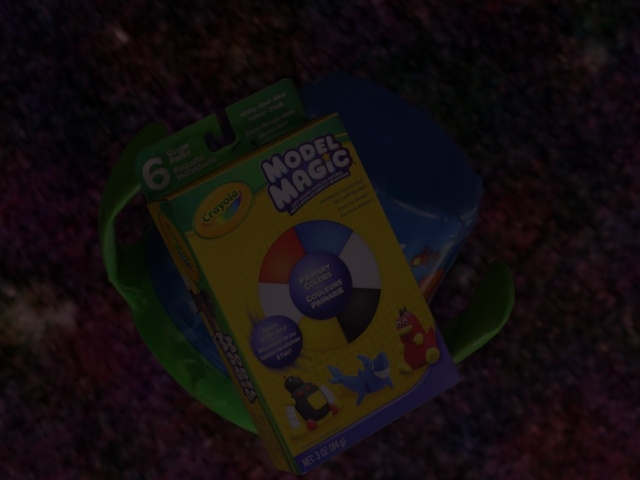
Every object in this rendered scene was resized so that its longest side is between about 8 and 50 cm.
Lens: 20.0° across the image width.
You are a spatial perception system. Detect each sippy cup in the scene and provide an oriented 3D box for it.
[{"bbox_3d":[0.000,0.000,1.407,0.305,0.240,0.224,-11,145,-52],"label":"sippy cup"}]

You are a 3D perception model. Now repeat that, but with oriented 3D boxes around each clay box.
[{"bbox_3d":[-0.015,0.019,1.143,0.127,0.053,0.222,-29,100,-20],"label":"clay box"}]
